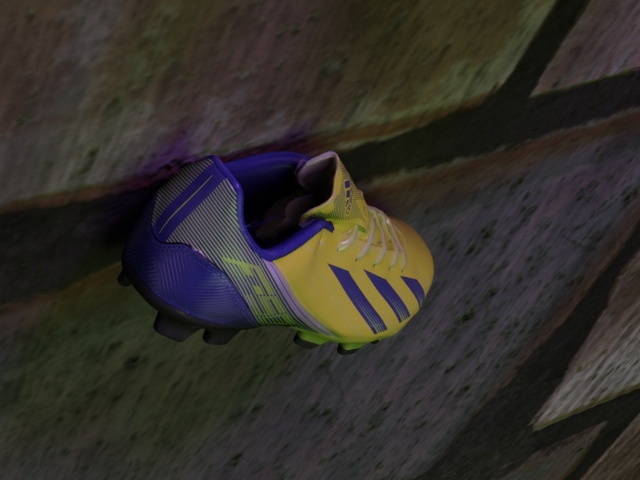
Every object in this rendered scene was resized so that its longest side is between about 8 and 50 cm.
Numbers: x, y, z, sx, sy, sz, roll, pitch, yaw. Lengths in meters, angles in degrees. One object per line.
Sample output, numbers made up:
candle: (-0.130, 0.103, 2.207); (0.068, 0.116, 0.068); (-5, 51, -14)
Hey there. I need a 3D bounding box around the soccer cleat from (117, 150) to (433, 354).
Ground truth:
soccer cleat: (0.000, 0.001, 0.993); (0.289, 0.093, 0.121); (2, 130, -55)
